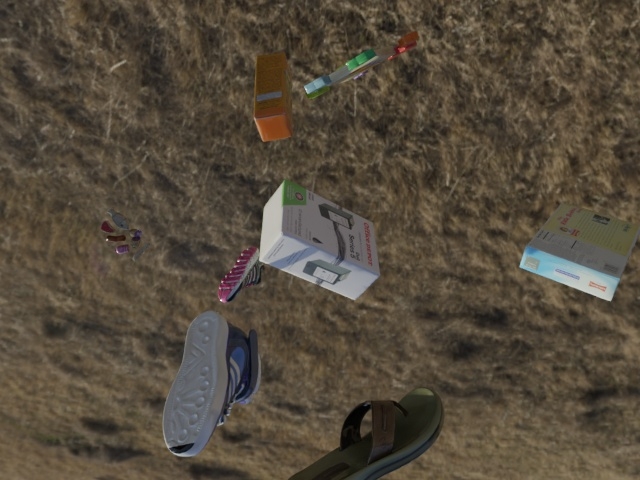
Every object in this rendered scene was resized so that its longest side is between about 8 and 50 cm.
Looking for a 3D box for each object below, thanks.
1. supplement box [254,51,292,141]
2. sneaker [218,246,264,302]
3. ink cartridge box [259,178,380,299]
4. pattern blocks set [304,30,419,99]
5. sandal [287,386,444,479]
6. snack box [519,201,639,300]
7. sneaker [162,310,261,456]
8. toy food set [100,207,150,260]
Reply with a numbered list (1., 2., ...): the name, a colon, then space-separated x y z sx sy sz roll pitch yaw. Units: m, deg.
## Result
1. supplement box: -0.110 -0.346 1.326 0.080 0.234 0.078 -10 143 7
2. sneaker: -0.184 0.096 1.358 0.063 0.170 0.075 -7 128 34
3. ink cartridge box: 0.000 0.000 1.363 0.272 0.198 0.115 24 129 -23
4. pattern blocks set: 0.091 -0.399 1.269 0.285 0.325 0.026 -25 100 18
5. sandal: 0.073 0.293 0.833 0.302 0.086 0.120 -21 -176 -36
6. snack box: 0.589 0.011 1.247 0.187 0.322 0.060 23 123 28
7. sneaker: -0.204 0.333 1.200 0.130 0.323 0.236 -16 135 19
8. toy food set: -0.463 -0.010 1.299 0.122 0.019 0.078 41 93 -5
